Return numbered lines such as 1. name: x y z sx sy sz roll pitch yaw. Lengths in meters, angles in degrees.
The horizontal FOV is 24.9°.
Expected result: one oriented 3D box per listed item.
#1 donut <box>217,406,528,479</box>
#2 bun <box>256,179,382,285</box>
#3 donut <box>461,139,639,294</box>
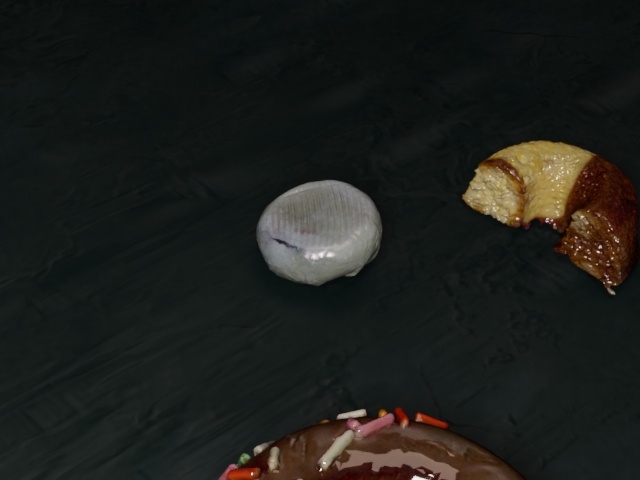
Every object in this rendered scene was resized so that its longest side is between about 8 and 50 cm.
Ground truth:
1. donut: 0.031 0.262 1.226 0.345 0.136 0.259 -27 54 -35
2. bun: 0.000 0.000 1.560 0.141 0.083 0.141 -3 38 2
3. donut: 0.280 -0.050 1.656 0.217 0.085 0.141 28 45 25
